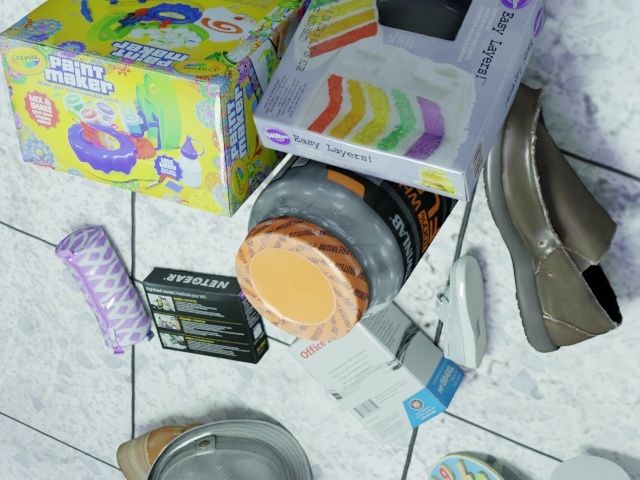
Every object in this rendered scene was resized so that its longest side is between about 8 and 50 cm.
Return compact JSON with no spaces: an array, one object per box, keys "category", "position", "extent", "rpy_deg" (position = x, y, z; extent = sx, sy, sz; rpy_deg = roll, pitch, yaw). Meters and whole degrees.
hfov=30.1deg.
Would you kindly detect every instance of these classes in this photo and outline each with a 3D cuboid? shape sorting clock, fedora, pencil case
[{"category":"shape sorting clock","position":[0.233,0.417,1.779],"extent":[0.206,0.040,0.206],"rpy_deg":[26,129,37]},{"category":"fedora","position":[-0.148,0.418,1.894],"extent":[0.275,0.124,0.244],"rpy_deg":[-5,108,-3]},{"category":"pencil case","position":[-0.342,0.079,1.872],"extent":[0.086,0.088,0.206],"rpy_deg":[-8,119,33]}]

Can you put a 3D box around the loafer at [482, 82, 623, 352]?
[{"category":"loafer","position":[0.281,-0.031,1.397],"extent":[0.130,0.134,0.366],"rpy_deg":[-6,126,22]}]

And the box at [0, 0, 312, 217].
[{"category":"box","position":[-0.171,-0.203,1.415],"extent":[0.289,0.279,0.177],"rpy_deg":[16,130,21]}]

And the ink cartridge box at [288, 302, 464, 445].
[{"category":"ink cartridge box","position":[0.078,0.173,1.690],"extent":[0.203,0.086,0.148],"rpy_deg":[46,134,-7]}]

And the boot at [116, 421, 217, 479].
[{"category":"boot","position":[-0.191,0.419,2.050],"extent":[0.220,0.109,0.283],"rpy_deg":[-18,116,27]}]

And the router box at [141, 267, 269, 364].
[{"category":"router box","position":[-0.177,0.115,1.828],"extent":[0.178,0.046,0.133],"rpy_deg":[7,126,27]}]

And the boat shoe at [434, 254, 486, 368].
[{"category":"boat shoe","position":[0.183,0.094,1.588],"extent":[0.063,0.066,0.184],"rpy_deg":[9,138,24]}]

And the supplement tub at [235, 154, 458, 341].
[{"category":"supplement tub","position":[0.043,-0.041,1.379],"extent":[0.193,0.316,0.194],"rpy_deg":[19,136,19]}]

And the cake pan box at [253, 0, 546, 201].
[{"category":"cake pan box","position":[0.090,-0.191,1.290],"extent":[0.245,0.267,0.070],"rpy_deg":[19,156,18]}]

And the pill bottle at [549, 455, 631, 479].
[{"category":"pill bottle","position":[0.375,0.436,1.668],"extent":[0.152,0.152,0.272],"rpy_deg":[12,128,24]}]
